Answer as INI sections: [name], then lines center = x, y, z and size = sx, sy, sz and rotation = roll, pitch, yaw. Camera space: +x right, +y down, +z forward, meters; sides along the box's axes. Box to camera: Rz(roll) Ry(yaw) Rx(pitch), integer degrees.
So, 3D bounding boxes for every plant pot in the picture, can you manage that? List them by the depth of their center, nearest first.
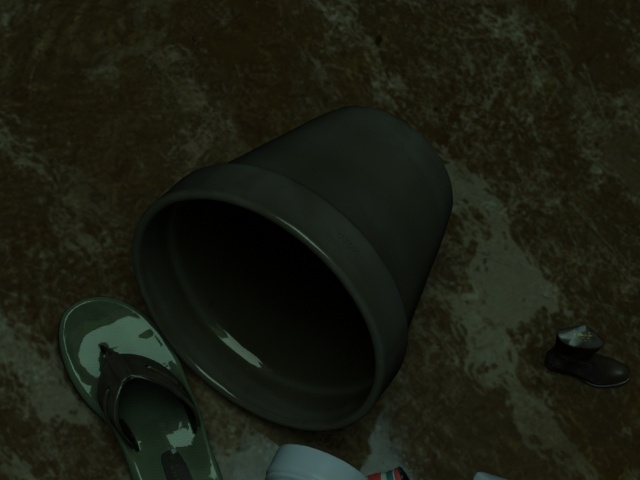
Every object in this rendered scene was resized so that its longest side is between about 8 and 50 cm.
[plant pot]
center = 0.000, 0.000, 1.925
size = 0.323, 0.323, 0.280
rotation = 34, 52, 10

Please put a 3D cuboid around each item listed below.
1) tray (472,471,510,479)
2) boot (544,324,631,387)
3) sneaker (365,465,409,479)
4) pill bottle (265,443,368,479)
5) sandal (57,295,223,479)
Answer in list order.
[tray]
center = 0.283, 0.356, 1.917
size = 0.270, 0.030, 0.145
rotation = 17, 65, 3
[boot]
center = 0.312, 0.129, 1.974
size = 0.106, 0.114, 0.037
rotation = 8, 66, -1
[sneaker]
center = 0.071, 0.332, 1.904
size = 0.075, 0.057, 0.161
rotation = -12, 69, 11
[pill bottle]
center = -0.047, 0.358, 1.822
size = 0.152, 0.152, 0.272
rotation = 23, 65, 6
[sandal]
center = -0.188, 0.185, 1.923
size = 0.120, 0.086, 0.303
rotation = -27, 71, -15
